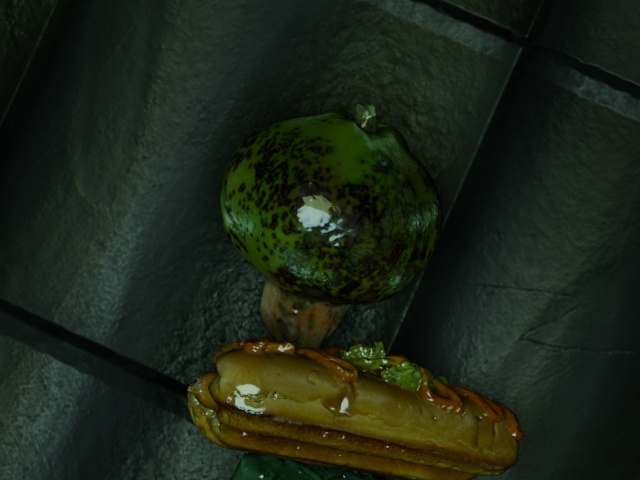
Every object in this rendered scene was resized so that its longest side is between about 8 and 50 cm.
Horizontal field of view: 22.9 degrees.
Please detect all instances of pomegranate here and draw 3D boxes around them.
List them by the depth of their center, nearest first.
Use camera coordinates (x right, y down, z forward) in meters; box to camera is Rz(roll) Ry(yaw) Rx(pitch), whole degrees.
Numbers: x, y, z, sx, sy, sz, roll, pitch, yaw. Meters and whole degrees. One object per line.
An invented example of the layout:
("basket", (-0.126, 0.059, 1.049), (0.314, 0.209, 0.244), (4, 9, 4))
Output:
("pomegranate", (0.009, -0.005, 1.654), (0.222, 0.276, 0.204), (25, 49, 23))

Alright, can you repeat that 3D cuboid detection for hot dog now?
("hot dog", (0.037, 0.167, 1.601), (0.349, 0.158, 0.117), (12, 70, -17))

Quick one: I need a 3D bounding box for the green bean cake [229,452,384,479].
("green bean cake", (0.013, 0.292, 1.649), (0.208, 0.193, 0.107), (31, 111, 27))
